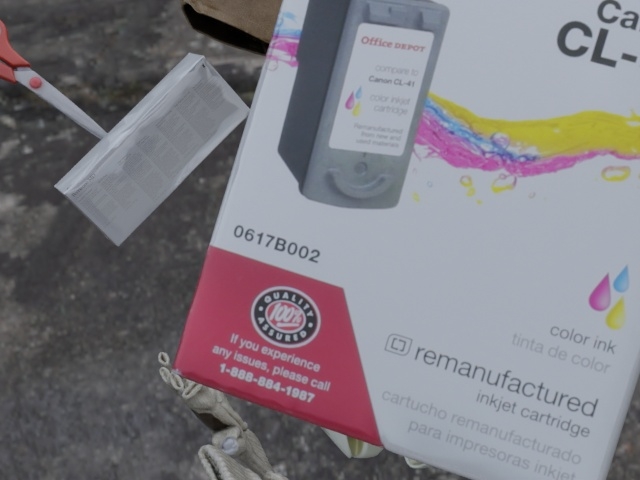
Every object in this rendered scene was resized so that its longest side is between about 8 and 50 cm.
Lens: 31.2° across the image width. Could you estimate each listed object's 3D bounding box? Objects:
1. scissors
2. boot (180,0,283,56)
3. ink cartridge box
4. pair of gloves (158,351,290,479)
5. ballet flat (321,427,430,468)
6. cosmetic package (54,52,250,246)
[{"bbox_3d":[-0.378,-0.221,1.485,0.297,0.021,0.109,23,71,2],"label":"scissors"},{"bbox_3d":[-0.013,-0.241,1.292,0.305,0.112,0.115,17,66,-15],"label":"boot"},{"bbox_3d":[0.080,-0.043,0.601,0.226,0.306,0.131,17,4,13],"label":"ink cartridge box"},{"bbox_3d":[-0.070,0.214,1.121,0.042,0.204,0.240,-37,39,-1],"label":"pair of gloves"},{"bbox_3d":[0.110,0.234,1.629,0.483,0.182,0.164,-4,6,42],"label":"ballet flat"},{"bbox_3d":[-0.207,-0.115,1.422,0.239,0.099,0.060,-46,30,-9],"label":"cosmetic package"}]
